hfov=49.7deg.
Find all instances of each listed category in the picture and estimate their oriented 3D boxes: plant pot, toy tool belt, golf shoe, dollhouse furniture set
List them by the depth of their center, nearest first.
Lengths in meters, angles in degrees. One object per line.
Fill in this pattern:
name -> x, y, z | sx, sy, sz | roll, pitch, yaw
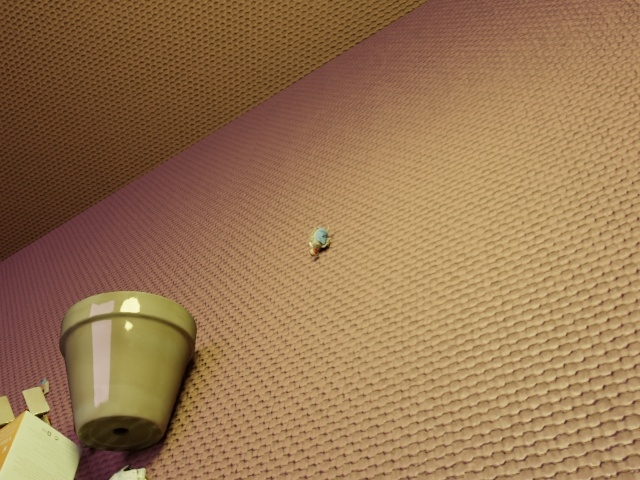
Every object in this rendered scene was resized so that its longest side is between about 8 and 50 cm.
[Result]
golf shoe -> -0.398, 0.520, 1.466 | 0.176, 0.069, 0.086 | -2, 40, 48
plant pot -> -0.452, 0.322, 1.611 | 0.323, 0.323, 0.280 | -28, 47, 22
dollhouse furniture set -> -0.683, 0.468, 1.696 | 0.259, 0.262, 0.135 | -12, 36, -32
toy tool belt -> 0.000, 0.000, 1.748 | 0.051, 0.052, 0.083 | -31, 29, 33

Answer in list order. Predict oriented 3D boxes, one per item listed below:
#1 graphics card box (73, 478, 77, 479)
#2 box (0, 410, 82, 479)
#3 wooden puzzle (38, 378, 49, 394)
graphics card box -> -0.472, 0.624, 1.371 | 0.371, 0.094, 0.233 | -6, 44, 49
box -> -0.661, 0.564, 1.415 | 0.215, 0.168, 0.345 | -34, 27, 16
wooden puzzle -> -0.883, 0.480, 2.165 | 0.078, 0.014, 0.116 | -45, 28, -9
